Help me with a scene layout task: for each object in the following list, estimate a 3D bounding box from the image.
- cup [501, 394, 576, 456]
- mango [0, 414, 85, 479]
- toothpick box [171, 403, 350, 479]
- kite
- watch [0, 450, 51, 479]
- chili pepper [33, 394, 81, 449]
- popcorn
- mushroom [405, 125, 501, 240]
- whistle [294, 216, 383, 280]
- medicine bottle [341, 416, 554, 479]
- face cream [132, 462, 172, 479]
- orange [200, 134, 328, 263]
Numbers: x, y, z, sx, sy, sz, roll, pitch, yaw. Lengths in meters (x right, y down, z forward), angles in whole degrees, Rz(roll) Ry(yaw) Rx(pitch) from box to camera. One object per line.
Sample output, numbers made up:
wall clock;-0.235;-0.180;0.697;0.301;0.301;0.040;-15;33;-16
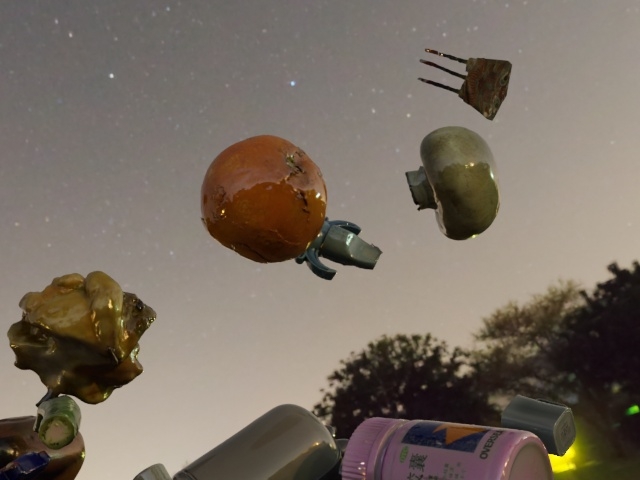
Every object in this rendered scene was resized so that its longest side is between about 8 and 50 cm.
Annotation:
cup;0.474;0.389;1.477;0.129;0.095;0.128;3;27;47
mango;-0.665;0.495;1.590;0.152;0.201;0.287;-39;-25;9
toothpick box;-0.087;0.440;1.267;0.316;0.229;0.229;-29;-13;-30
kite;0.297;-0.327;1.410;0.229;0.127;0.016;8;8;-26
watch;-0.598;0.544;1.301;0.196;0.200;0.171;-36;-9;16
chili pepper;-0.315;0.213;0.825;0.051;0.050;0.201;-4;-7;-25
popcorn;-0.502;0.207;1.486;0.315;0.281;0.297;-16;-58;10
mushroom;0.392;-0.166;2.020;0.260;0.352;0.352;-16;-20;10
whistle;0.000;0.000;1.483;0.180;0.269;0.093;-55;-17;-48
medicine bottle;0.193;0.373;1.071;0.290;0.178;0.178;-6;-7;42
face cream;-0.307;0.637;1.492;0.143;0.314;0.089;-44;-25;16
orange;-0.108;-0.073;1.313;0.246;0.246;0.246;-16;-20;-6
